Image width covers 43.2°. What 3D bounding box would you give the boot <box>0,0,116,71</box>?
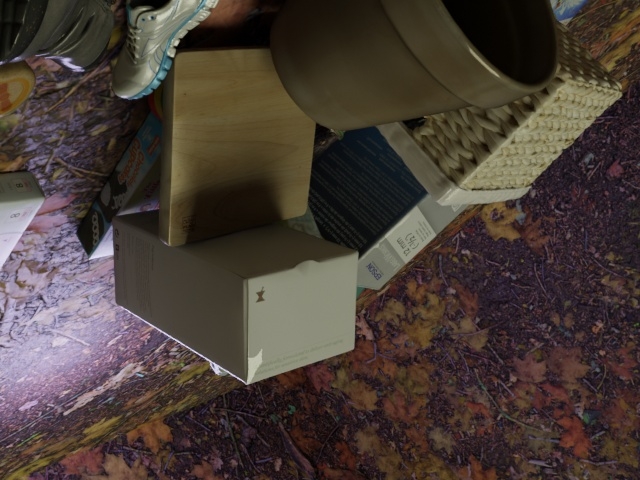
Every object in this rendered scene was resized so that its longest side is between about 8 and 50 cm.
[{"bbox_3d":[-0.201,-0.301,0.669,0.338,0.118,0.223,-58,-179,17],"label":"boot"}]

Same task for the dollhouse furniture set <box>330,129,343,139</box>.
[{"bbox_3d":[0.019,-0.233,1.365,0.058,0.076,0.152,-34,164,9],"label":"dollhouse furniture set"}]

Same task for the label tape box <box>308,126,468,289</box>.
[{"bbox_3d":[0.058,-0.044,1.454,0.348,0.249,0.115,-44,138,0],"label":"label tape box"}]

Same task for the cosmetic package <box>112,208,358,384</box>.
[{"bbox_3d":[-0.136,0.056,1.180,0.197,0.365,0.155,-11,111,-38],"label":"cosmetic package"}]

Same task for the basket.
[{"bbox_3d":[0.246,-0.259,1.283,0.266,0.328,0.331,-47,159,30],"label":"basket"}]

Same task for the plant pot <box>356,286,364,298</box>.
[{"bbox_3d":[0.000,0.000,1.691,0.235,0.293,0.293,-48,164,-1],"label":"plant pot"}]

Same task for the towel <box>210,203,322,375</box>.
[{"bbox_3d":[-0.131,0.022,1.399,0.090,0.320,0.374,-6,151,-39],"label":"towel"}]

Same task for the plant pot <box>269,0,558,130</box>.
[{"bbox_3d":[0.097,-0.279,1.028,0.280,0.323,0.323,-25,173,41],"label":"plant pot"}]

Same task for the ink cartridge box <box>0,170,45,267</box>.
[{"bbox_3d":[-0.507,-0.007,1.066,0.189,0.066,0.232,-44,166,35],"label":"ink cartridge box"}]

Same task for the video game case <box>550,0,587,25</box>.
[{"bbox_3d":[0.440,-0.480,1.468,0.244,0.061,0.269,-22,161,-37],"label":"video game case"}]

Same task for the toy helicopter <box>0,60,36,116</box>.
[{"bbox_3d":[-0.364,-0.183,0.744,0.235,0.140,0.355,-44,174,7],"label":"toy helicopter"}]

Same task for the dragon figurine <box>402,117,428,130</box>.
[{"bbox_3d":[0.187,-0.238,1.664,0.289,0.085,0.144,-26,164,-18],"label":"dragon figurine"}]

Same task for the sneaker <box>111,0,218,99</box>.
[{"bbox_3d":[-0.201,-0.246,0.931,0.190,0.071,0.083,-50,153,24],"label":"sneaker"}]

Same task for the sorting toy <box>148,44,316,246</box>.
[{"bbox_3d":[-0.128,-0.147,1.129,0.257,0.089,0.255,-15,120,-43],"label":"sorting toy"}]

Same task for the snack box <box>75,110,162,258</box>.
[{"bbox_3d":[-0.247,-0.093,1.297,0.187,0.060,0.322,-13,156,-46],"label":"snack box"}]
